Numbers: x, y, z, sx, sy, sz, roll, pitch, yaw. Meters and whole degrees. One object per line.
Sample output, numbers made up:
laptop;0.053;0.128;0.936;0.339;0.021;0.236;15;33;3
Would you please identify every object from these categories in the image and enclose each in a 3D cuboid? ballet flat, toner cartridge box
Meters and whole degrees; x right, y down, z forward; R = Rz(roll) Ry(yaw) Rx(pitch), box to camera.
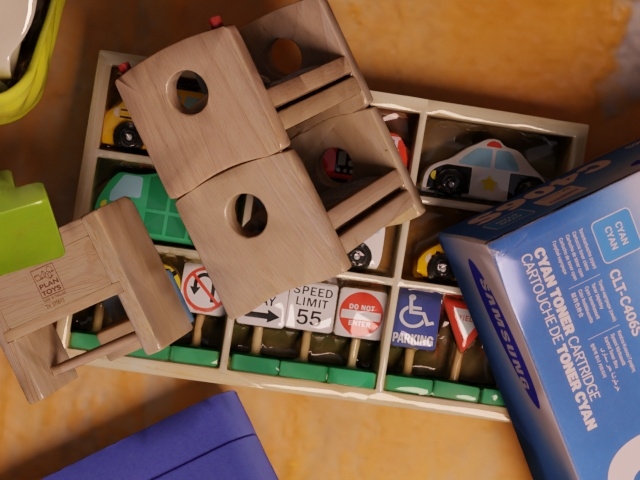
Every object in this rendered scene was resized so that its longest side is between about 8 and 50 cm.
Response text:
ballet flat;-0.151;-0.172;0.913;0.077;0.077;0.231;11;90;-8
toner cartridge box;0.205;0.124;0.945;0.165;0.075;0.348;-25;100;-14

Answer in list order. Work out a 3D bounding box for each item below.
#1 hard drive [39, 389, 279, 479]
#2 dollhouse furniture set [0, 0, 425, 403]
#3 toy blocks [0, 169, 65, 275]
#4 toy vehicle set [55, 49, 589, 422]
hard drive;-0.072;0.250;0.866;0.210;0.040;0.319;-26;58;-5
dollhouse furniture set;-0.071;-0.025;0.887;0.183;0.129;0.129;-23;94;24
toy blocks;-0.340;-0.063;0.828;0.381;0.191;0.261;-17;58;-6
toy vehicle set;0.000;0.000;0.958;0.266;0.035;0.166;8;91;-7
